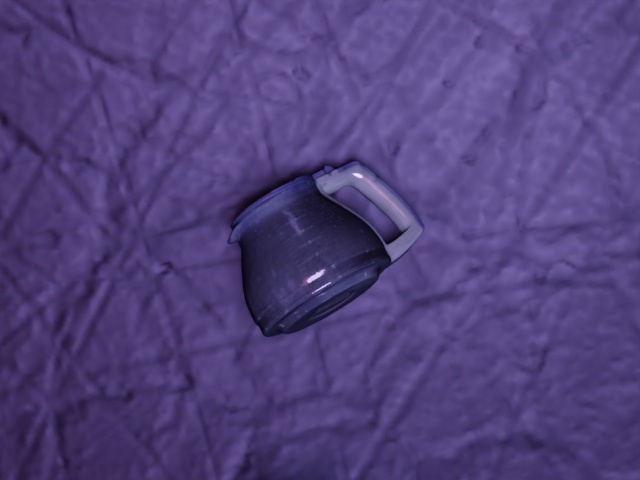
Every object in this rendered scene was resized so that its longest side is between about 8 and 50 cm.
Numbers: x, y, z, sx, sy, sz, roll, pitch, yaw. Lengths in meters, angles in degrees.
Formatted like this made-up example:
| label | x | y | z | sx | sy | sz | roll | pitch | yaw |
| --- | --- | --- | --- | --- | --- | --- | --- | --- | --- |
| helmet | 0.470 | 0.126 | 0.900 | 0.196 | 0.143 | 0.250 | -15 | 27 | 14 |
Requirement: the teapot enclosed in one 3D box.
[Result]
| label | x | y | z | sx | sy | sz | roll | pitch | yaw |
| --- | --- | --- | --- | --- | --- | --- | --- | --- | --- |
| teapot | 0.000 | 0.000 | 0.876 | 0.088 | 0.066 | 0.057 | -28 | 81 | -18 |
